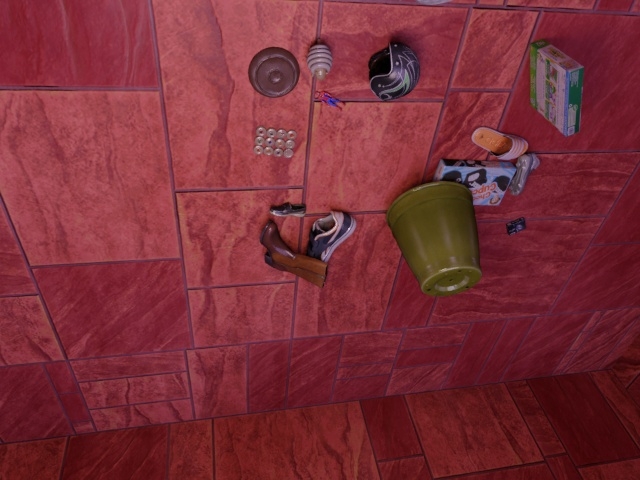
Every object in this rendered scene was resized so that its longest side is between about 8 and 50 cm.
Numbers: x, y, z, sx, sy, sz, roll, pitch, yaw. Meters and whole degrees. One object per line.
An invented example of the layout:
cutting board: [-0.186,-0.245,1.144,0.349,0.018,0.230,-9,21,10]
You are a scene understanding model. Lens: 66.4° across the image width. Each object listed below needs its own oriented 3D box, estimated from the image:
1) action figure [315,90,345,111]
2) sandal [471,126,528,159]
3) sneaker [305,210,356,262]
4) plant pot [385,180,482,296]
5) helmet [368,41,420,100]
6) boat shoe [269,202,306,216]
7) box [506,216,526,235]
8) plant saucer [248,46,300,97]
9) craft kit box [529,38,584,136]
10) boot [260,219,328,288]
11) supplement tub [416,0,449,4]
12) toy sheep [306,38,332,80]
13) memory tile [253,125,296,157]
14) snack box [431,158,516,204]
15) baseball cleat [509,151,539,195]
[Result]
action figure: [0.032,-0.477,1.666,0.115,0.030,0.038,21,128,-27]
sandal: [0.703,-0.363,1.905,0.265,0.076,0.102,11,128,-23]
sneaker: [0.000,0.000,2.021,0.127,0.126,0.321,25,116,-32]
plant pot: [0.473,0.017,1.942,0.366,0.353,0.367,-6,147,-4]
helmet: [0.240,-0.544,1.569,0.161,0.170,0.169,-27,134,32]
boat shoe: [-0.127,-0.126,1.926,0.152,0.056,0.049,-1,127,-26]
box: [0.903,-0.065,2.261,0.083,0.018,0.067,-23,132,6]
plant saucer: [-0.147,-0.532,1.571,0.168,0.029,0.169,-7,133,-7]
craft kit box: [0.799,-0.522,1.673,0.060,0.247,0.250,-22,133,2]
boot: [-0.102,0.061,1.960,0.280,0.096,0.264,23,135,20]
supplement tub: [0.316,-0.834,1.297,0.207,0.207,0.338,-19,132,3]
toy sheep: [-0.003,-0.565,1.528,0.091,0.132,0.091,-7,174,-1]
memory tile: [-0.162,-0.348,1.742,0.147,0.012,0.113,3,130,-17]
snack box: [0.616,-0.235,2.007,0.321,0.060,0.187,0,132,-14]
baseball cleat: [0.850,-0.274,2.027,0.109,0.072,0.206,-22,143,-13]
